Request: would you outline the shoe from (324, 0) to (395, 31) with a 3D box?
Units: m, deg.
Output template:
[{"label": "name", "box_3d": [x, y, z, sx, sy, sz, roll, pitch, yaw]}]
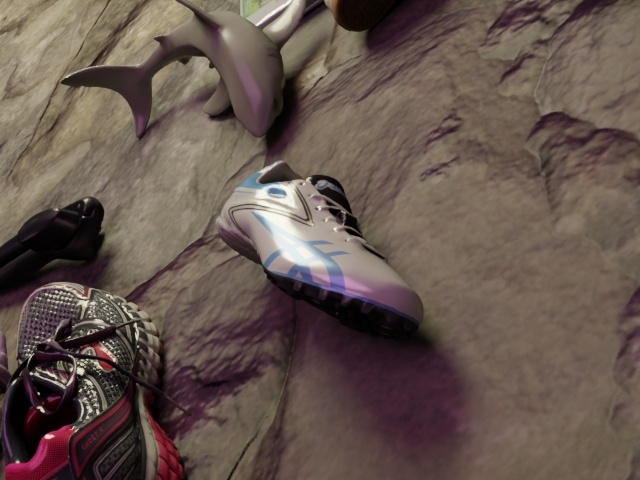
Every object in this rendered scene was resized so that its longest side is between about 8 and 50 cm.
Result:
[{"label": "shoe", "box_3d": [0.085, -0.278, 1.035, 0.219, 0.076, 0.058, -42, 38, 9]}]

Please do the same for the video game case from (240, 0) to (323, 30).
[{"label": "video game case", "box_3d": [-0.004, -0.308, 1.214, 0.193, 0.023, 0.212, -31, 35, 21]}]

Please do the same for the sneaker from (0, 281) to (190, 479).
[{"label": "sneaker", "box_3d": [-0.183, 0.108, 0.879, 0.121, 0.112, 0.299, -43, 32, 3]}]

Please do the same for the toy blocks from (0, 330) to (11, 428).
[{"label": "toy blocks", "box_3d": [-0.454, 0.092, 1.009, 0.289, 0.309, 0.260, -14, 50, 38]}]

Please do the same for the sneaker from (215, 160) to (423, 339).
[{"label": "sneaker", "box_3d": [0.000, 0.000, 0.816, 0.086, 0.085, 0.237, -58, 34, 1]}]

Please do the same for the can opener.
[{"label": "can opener", "box_3d": [-0.274, 0.002, 1.145, 0.186, 0.073, 0.059, -24, 46, 44]}]

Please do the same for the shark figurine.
[{"label": "shark figurine", "box_3d": [-0.128, -0.191, 1.122, 0.278, 0.116, 0.166, 10, 73, 48]}]
